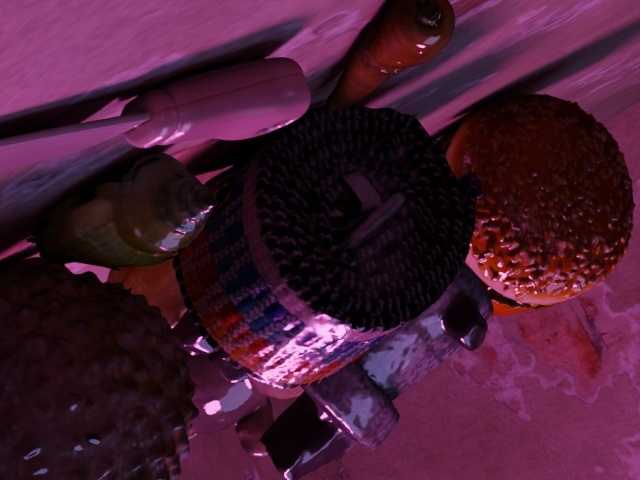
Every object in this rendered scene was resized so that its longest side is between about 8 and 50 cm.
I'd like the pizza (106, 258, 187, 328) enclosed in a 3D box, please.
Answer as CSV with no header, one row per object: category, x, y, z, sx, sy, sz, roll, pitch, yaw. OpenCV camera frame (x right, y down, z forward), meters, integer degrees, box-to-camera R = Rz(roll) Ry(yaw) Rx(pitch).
pizza,-0.144,0.015,1.589,0.204,0.080,0.188,-40,-166,24

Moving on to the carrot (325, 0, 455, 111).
carrot,0.042,-0.130,1.178,0.049,0.049,0.254,-26,178,-19

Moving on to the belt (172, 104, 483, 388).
belt,0.000,0.000,1.415,0.160,0.207,0.295,-36,-174,38

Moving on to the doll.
doll,-0.089,0.088,2.177,0.382,0.252,0.379,-33,-150,6

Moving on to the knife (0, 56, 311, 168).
knife,-0.137,-0.067,0.957,0.336,0.043,0.081,-15,174,-45

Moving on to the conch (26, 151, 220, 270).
conch,-0.144,-0.017,1.196,0.200,0.080,0.095,-21,162,33

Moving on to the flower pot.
flower pot,0.017,0.090,1.710,0.283,0.299,0.299,-40,176,-3

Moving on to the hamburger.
hamburger,0.256,-0.041,2.034,0.291,0.291,0.225,-26,179,-26

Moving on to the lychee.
lychee,-0.231,0.135,1.217,0.274,0.255,0.255,-37,-178,-33

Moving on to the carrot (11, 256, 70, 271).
carrot,-0.298,0.058,1.305,0.216,0.048,0.048,-19,171,-35
